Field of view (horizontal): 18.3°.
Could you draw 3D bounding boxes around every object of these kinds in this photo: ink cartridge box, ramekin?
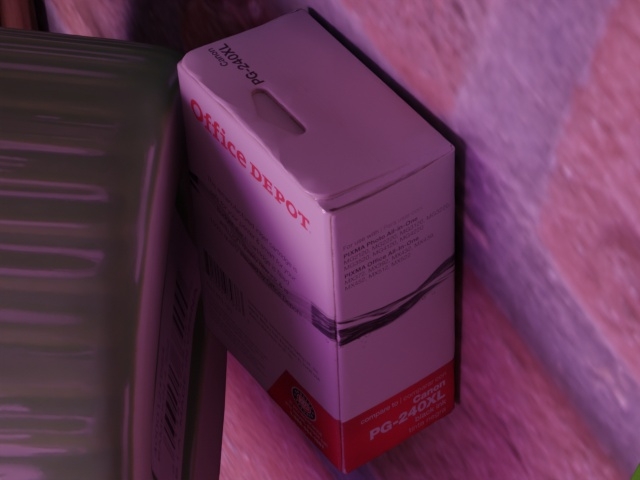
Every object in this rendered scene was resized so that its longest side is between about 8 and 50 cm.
[{"bbox_3d":[0.000,0.000,0.792,0.109,0.063,0.150,46,151,37],"label":"ink cartridge box"},{"bbox_3d":[-0.128,0.051,0.850,0.303,0.148,0.303,2,-90,-86],"label":"ramekin"}]

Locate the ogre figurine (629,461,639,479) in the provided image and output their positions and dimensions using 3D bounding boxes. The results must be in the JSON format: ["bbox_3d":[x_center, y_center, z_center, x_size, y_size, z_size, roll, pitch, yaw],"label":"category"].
[{"bbox_3d":[0.126,0.133,0.640,0.118,0.097,0.197,47,173,-6],"label":"ogre figurine"}]

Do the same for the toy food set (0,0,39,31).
[{"bbox_3d":[-0.223,-0.101,0.958,0.092,0.219,0.306,45,150,38],"label":"toy food set"}]
